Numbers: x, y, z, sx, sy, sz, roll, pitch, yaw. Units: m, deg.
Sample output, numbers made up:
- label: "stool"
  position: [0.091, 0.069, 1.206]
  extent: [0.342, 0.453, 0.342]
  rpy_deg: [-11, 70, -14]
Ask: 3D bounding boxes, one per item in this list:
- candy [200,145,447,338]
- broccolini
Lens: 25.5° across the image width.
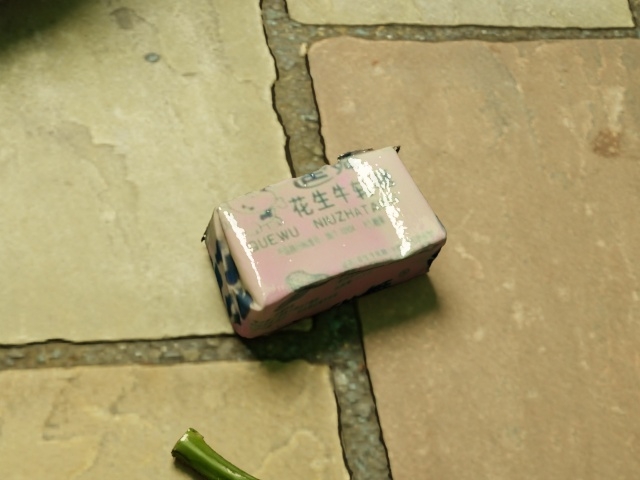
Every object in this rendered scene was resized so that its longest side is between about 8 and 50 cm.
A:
- label: "candy"
  position: [0.000, 0.000, 1.005]
  extent: [0.160, 0.073, 0.092]
  rpy_deg: [-19, 69, -24]
- label: "broccolini"
  position: [0.012, 0.184, 0.916]
  extent: [0.239, 0.051, 0.054]
  rpy_deg: [25, 69, 10]
